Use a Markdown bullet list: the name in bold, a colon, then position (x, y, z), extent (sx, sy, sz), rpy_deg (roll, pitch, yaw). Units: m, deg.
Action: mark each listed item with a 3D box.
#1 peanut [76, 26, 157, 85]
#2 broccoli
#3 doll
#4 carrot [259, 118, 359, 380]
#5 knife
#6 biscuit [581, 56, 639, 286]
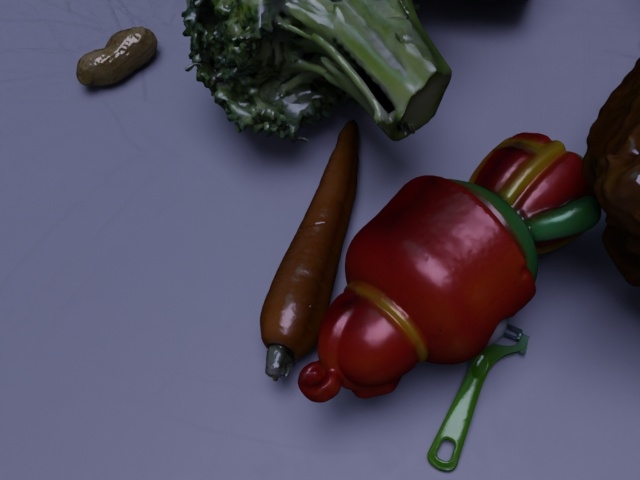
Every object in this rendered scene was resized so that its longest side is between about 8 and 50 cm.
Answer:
- **peanut**: position (-0.258, -0.232, 1.026), extent (0.113, 0.054, 0.054), rpy_deg (-34, 65, -11)
- **broccoli**: position (0.041, -0.252, 0.887), extent (0.375, 0.249, 0.302), rpy_deg (-40, 86, 12)
- **doll**: position (0.116, 0.027, 0.788), extent (0.363, 0.160, 0.182), rpy_deg (-42, 34, -17)
- **carrot**: position (0.000, 0.000, 0.883), extent (0.069, 0.069, 0.336), rpy_deg (12, 59, 12)
- **knife**: position (0.146, 0.149, 0.810), extent (0.078, 0.023, 0.166), rpy_deg (20, 66, 20)
- **biscuit**: position (0.449, -0.050, 0.736), extent (0.395, 0.166, 0.343), rpy_deg (36, 76, -6)
